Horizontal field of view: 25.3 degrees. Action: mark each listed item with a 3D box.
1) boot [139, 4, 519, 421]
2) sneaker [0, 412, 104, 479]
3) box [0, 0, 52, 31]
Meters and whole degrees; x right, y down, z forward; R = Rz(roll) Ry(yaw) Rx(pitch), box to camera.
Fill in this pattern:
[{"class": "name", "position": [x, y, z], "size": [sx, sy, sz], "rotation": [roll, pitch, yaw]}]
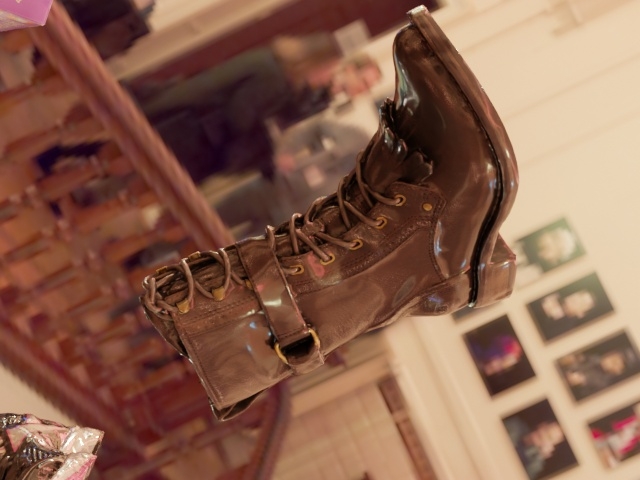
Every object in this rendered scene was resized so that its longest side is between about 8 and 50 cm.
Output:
[{"class": "boot", "position": [0.000, 0.000, 0.864], "size": [0.263, 0.229, 0.091], "rotation": [76, -10, -45]}, {"class": "sneaker", "position": [-0.174, 0.138, 0.813], "size": [0.077, 0.072, 0.178], "rotation": [20, -3, -6]}, {"class": "box", "position": [-0.204, -0.304, 1.069], "size": [0.057, 0.293, 0.201], "rotation": [18, 0, -21]}]
